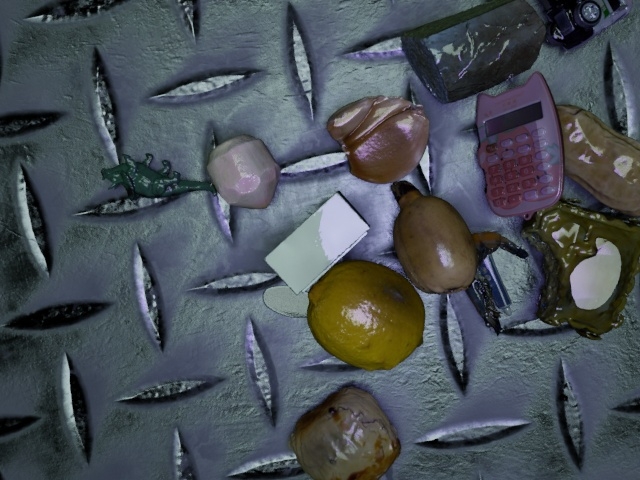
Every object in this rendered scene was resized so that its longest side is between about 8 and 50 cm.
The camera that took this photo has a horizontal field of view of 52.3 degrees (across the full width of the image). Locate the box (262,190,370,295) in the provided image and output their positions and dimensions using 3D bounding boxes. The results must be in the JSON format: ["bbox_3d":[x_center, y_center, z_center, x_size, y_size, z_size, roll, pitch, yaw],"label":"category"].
[{"bbox_3d":[0.000,0.000,1.532,0.225,0.225,0.117,-42,92,5],"label":"box"}]

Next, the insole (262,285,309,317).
[{"bbox_3d":[-0.034,0.162,1.656,0.232,0.003,0.080,8,95,2],"label":"insole"}]

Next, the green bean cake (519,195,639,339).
[{"bbox_3d":[0.592,0.063,1.527,0.285,0.202,0.309,17,95,3],"label":"green bean cake"}]

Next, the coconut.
[{"bbox_3d":[-0.181,-0.154,1.562,0.171,0.171,0.182,-25,91,4],"label":"coconut"}]

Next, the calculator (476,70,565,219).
[{"bbox_3d":[0.462,-0.208,1.513,0.048,0.220,0.329,5,78,-41],"label":"calculator"}]

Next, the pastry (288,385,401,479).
[{"bbox_3d":[0.061,0.514,1.600,0.256,0.170,0.236,-38,89,10],"label":"pastry"}]

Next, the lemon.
[{"bbox_3d":[0.105,0.173,1.528,0.284,0.260,0.260,2,95,-12],"label":"lemon"}]

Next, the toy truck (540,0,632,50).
[{"bbox_3d":[0.565,-0.632,1.492,0.178,0.176,0.363,-25,92,-8],"label":"toy truck"}]

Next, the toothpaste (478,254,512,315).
[{"bbox_3d":[0.428,0.098,1.618,0.057,0.035,0.197,-25,90,14],"label":"toothpaste"}]

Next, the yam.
[{"bbox_3d":[0.362,-0.442,1.508,0.271,0.202,0.201,-28,115,3],"label":"yam"}]

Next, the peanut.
[{"bbox_3d":[0.652,-0.184,1.515,0.340,0.174,0.158,35,108,14],"label":"peanut"}]

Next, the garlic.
[{"bbox_3d":[0.153,-0.249,1.570,0.228,0.110,0.217,-22,105,14],"label":"garlic"}]

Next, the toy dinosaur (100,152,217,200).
[{"bbox_3d":[-0.398,-0.161,1.611,0.292,0.079,0.120,-3,100,5],"label":"toy dinosaur"}]

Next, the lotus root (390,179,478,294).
[{"bbox_3d":[0.256,-0.015,1.548,0.183,0.183,0.309,-24,75,4],"label":"lotus root"}]

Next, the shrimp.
[{"bbox_3d":[0.425,0.100,1.559,0.198,0.051,0.261,-22,90,47],"label":"shrimp"}]
